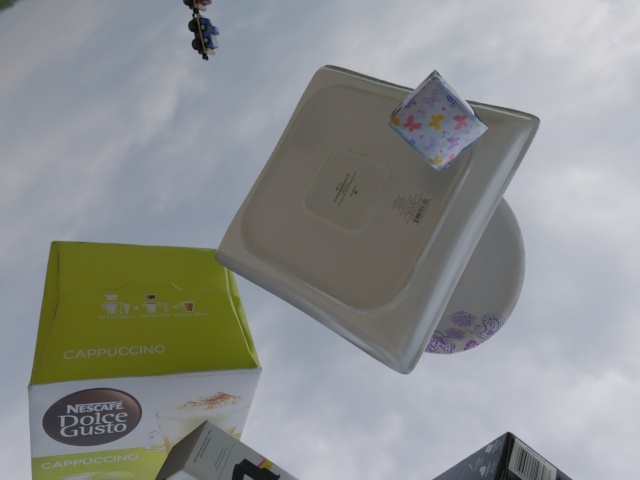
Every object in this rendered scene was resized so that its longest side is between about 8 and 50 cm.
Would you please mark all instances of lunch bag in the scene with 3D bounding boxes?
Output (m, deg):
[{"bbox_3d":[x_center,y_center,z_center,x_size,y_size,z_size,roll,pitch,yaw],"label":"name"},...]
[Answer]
[{"bbox_3d":[0.124,-0.124,0.506,0.071,0.083,0.053,-44,-167,29],"label":"lunch bag"}]

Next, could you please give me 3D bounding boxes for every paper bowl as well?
[{"bbox_3d":[0.165,0.030,0.759,0.284,0.284,0.148,-54,-170,-15],"label":"paper bowl"}]

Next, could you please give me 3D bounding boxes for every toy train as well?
[{"bbox_3d":[-0.152,-0.307,0.590,0.036,0.159,0.027,-7,-170,13],"label":"toy train"}]

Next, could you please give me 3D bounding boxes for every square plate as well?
[{"bbox_3d":[0.045,-0.064,0.625,0.343,0.049,0.348,26,-94,32],"label":"square plate"}]

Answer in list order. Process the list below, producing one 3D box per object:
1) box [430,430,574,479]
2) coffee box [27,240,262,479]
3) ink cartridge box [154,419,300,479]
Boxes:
[{"bbox_3d":[0.268,0.455,0.751,0.143,0.165,0.270,-42,166,-47],"label":"box"},{"bbox_3d":[-0.339,0.234,0.902,0.338,0.337,0.335,-119,-140,-48],"label":"coffee box"},{"bbox_3d":[-0.124,0.339,0.646,0.127,0.175,0.072,-45,-167,36],"label":"ink cartridge box"}]
